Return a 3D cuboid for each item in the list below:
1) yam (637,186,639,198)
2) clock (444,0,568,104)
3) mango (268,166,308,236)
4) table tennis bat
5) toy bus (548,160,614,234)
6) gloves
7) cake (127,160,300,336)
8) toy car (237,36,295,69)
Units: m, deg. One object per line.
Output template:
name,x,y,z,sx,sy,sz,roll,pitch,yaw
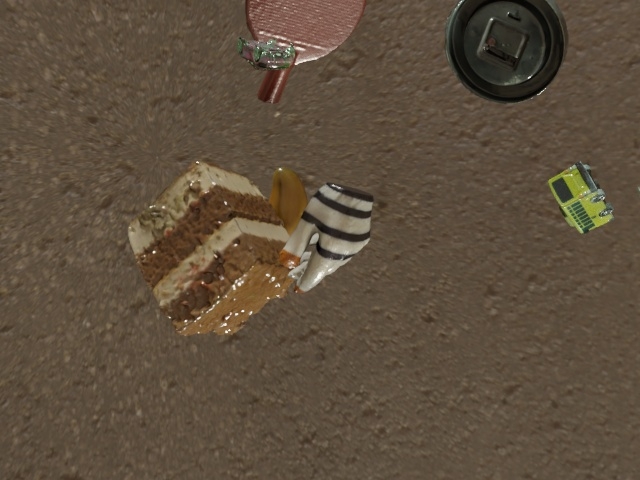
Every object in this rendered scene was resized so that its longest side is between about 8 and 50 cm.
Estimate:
yam,0.564,-0.086,1.179,0.179,0.078,0.078,-30,101,7
clock,0.416,-0.448,1.752,0.055,0.280,0.281,-42,106,-47
mango,-0.080,-0.082,1.856,0.102,0.085,0.184,-2,93,-28
table tennis bat,-0.050,-0.485,1.741,0.268,0.051,0.415,8,130,-23
toy bus,0.564,-0.088,1.685,0.101,0.088,0.175,-31,146,18
gloves,0.015,0.005,1.449,0.131,0.140,0.219,21,99,17
cake,-0.223,0.020,1.633,0.255,0.282,0.290,-40,74,14
toy car,-0.096,-0.319,1.344,0.069,0.142,0.055,-6,114,-24
